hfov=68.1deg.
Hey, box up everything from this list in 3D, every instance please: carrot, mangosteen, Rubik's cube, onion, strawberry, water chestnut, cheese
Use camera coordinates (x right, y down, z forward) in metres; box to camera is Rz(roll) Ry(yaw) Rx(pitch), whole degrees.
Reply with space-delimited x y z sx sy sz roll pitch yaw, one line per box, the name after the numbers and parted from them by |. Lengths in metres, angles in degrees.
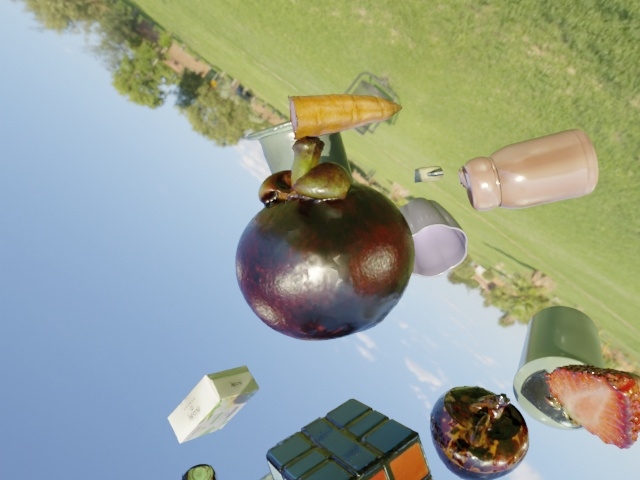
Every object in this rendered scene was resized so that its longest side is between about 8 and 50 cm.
0.046 -0.212 0.796 0.205 0.072 0.072 -9 -151 -17 | carrot
0.007 0.018 0.781 0.297 0.297 0.293 45 149 33 | mangosteen
0.078 0.585 1.097 0.289 0.284 0.293 -4 104 61 | Rubik's cube
-0.313 0.653 1.241 0.119 0.119 0.117 34 -143 -23 | onion
0.521 0.279 0.859 0.175 0.107 0.236 54 165 6 | strawberry
0.472 0.546 1.400 0.300 0.300 0.300 37 -171 -7 | water chestnut
0.333 -0.205 1.468 0.171 0.093 0.047 -36 -63 -73 | cheese

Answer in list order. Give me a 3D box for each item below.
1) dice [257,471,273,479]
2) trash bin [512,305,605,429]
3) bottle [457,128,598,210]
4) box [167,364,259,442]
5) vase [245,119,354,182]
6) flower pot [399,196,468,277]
-0.064 0.910 1.546 0.331 0.348 0.327 -15 -122 -36 | dice
0.824 0.432 1.621 0.280 0.280 0.432 40 -146 7 | trash bin
0.518 -0.174 1.219 0.206 0.297 0.173 -88 -19 -58 | bottle
-0.365 0.558 1.627 0.195 0.260 0.111 4 -140 -55 | box
-0.013 -0.161 1.153 0.245 0.245 0.290 -108 -2 -73 | vase
0.409 -0.027 1.827 0.265 0.265 0.243 34 -152 -27 | flower pot
